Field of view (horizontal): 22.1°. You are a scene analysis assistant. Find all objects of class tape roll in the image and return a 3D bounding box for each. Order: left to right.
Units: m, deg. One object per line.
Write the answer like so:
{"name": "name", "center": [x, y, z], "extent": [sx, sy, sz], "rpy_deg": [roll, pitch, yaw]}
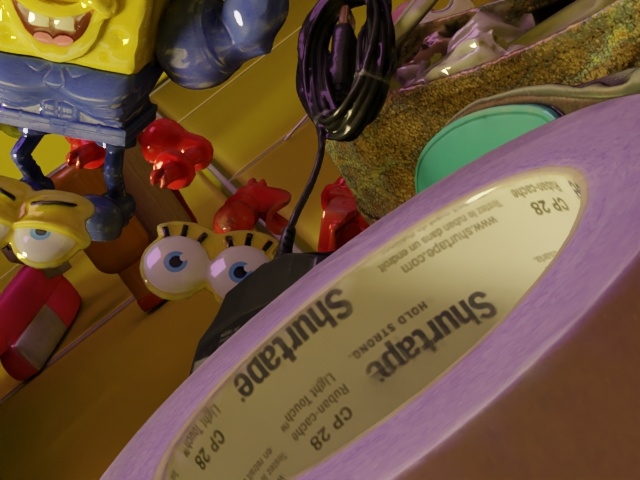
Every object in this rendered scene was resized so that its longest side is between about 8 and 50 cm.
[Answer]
{"name": "tape roll", "center": [0.033, 0.052, 0.396], "extent": [0.189, 0.080, 0.189], "rpy_deg": [-36, 11, 8]}

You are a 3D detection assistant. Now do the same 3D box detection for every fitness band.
{"name": "fitness band", "center": [-0.280, 0.102, 1.206], "extent": [0.209, 0.054, 0.291], "rpy_deg": [-35, 11, 14]}

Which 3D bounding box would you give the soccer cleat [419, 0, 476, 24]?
{"name": "soccer cleat", "center": [0.072, -0.142, 1.140], "extent": [0.083, 0.036, 0.029], "rpy_deg": [-38, 12, -2]}

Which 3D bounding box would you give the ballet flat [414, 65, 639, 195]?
{"name": "ballet flat", "center": [0.110, -0.026, 0.544], "extent": [0.068, 0.072, 0.213], "rpy_deg": [-13, 0, -27]}

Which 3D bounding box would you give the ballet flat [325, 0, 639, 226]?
{"name": "ballet flat", "center": [0.138, -0.112, 0.633], "extent": [0.348, 0.123, 0.123], "rpy_deg": [-31, 13, 27]}

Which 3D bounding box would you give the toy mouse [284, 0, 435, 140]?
{"name": "toy mouse", "center": [0.049, -0.147, 1.238], "extent": [0.161, 0.031, 0.143], "rpy_deg": [-43, 13, -26]}

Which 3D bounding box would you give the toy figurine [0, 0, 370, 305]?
{"name": "toy figurine", "center": [-0.130, -0.124, 0.794], "extent": [0.362, 0.217, 0.191], "rpy_deg": [13, 21, 15]}

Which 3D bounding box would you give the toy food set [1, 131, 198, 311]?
{"name": "toy food set", "center": [-0.152, -0.007, 1.138], "extent": [0.111, 0.104, 0.232], "rpy_deg": [-38, 9, -25]}

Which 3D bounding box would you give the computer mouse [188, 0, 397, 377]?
{"name": "computer mouse", "center": [0.000, 0.000, 0.606], "extent": [0.071, 0.041, 0.242], "rpy_deg": [-23, 44, 46]}
